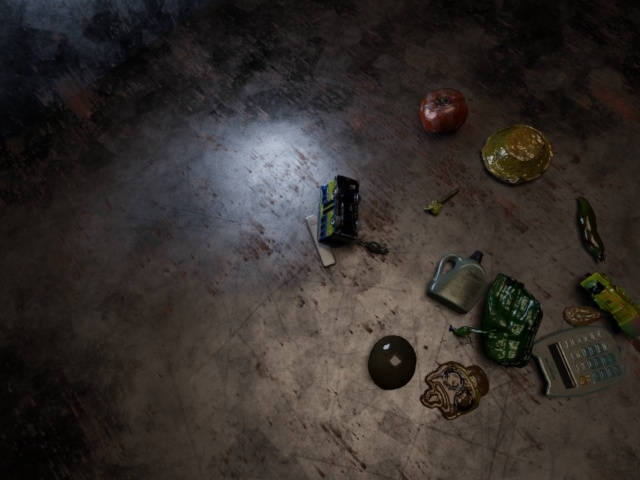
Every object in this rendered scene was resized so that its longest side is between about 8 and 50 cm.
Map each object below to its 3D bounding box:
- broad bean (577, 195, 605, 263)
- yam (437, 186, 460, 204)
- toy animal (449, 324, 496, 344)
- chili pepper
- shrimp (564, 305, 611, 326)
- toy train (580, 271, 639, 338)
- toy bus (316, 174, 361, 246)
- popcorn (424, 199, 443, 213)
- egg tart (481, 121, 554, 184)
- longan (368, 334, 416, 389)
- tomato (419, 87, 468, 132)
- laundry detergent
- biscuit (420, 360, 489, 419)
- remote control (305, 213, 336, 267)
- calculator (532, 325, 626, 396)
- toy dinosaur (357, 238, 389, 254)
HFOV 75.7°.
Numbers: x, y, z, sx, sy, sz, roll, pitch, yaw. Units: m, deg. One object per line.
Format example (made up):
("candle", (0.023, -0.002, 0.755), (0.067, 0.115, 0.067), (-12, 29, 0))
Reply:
("broad bean", (1.220, -0.052, 1.866), (0.077, 0.061, 0.338), (-1, 72, -6))
("yam", (0.614, -0.211, 1.958), (0.130, 0.027, 0.033), (-32, 34, -7))
("toy animal", (0.623, 0.391, 1.687), (0.041, 0.217, 0.074), (-2, 86, -35))
("chili pepper", (0.782, 0.332, 1.691), (0.213, 0.167, 0.384), (8, 80, 16))
("shrimp", (1.138, 0.320, 1.758), (0.184, 0.043, 0.091), (-6, 78, 6))
("toy train", (1.223, 0.257, 1.710), (0.296, 0.100, 0.161), (48, 36, 15))
("toy bus", (0.083, -0.131, 1.862), (0.138, 0.175, 0.287), (13, 69, -27))
("popcorn", (0.529, -0.154, 1.927), (0.083, 0.059, 0.068), (-10, 71, 7))
("egg tart", (0.949, -0.430, 1.967), (0.342, 0.132, 0.341), (-1, 72, 3))
("longan", (0.288, 0.489, 1.649), (0.197, 0.196, 0.220), (22, 77, 9))
("tomato", (0.600, -0.630, 2.019), (0.232, 0.188, 0.231), (-7, 60, 12))
("laundry detergent", (0.612, 0.156, 1.793), (0.215, 0.105, 0.280), (29, 76, 13))
("biscuit", (0.546, 0.604, 1.679), (0.291, 0.041, 0.208), (-22, 71, -6))
("remote control", (0.000, 0.000, 1.911), (0.067, 0.029, 0.260), (-20, 74, -6))
("calculator", (1.061, 0.492, 1.693), (0.387, 0.054, 0.256), (-14, 71, -4))
("toy dinosaur", (0.240, 0.028, 1.877), (0.154, 0.055, 0.049), (21, 77, 6))
